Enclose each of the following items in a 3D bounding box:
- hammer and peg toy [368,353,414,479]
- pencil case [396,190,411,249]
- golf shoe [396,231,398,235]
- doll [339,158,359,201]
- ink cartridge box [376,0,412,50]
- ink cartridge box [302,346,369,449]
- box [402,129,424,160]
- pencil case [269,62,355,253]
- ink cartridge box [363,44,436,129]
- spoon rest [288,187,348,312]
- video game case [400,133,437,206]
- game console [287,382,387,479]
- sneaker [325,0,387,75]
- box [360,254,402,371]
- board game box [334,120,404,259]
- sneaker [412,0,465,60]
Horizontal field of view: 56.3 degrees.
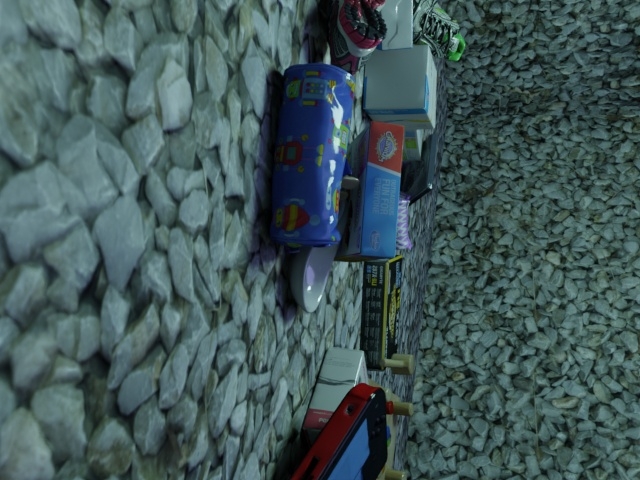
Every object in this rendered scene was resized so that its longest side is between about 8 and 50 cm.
[{"bbox_3d":[0.148,0.460,1.589,0.266,0.127,0.361,43,51,-53],"label":"hammer and peg toy"},{"bbox_3d":[0.257,-0.067,1.981,0.086,0.088,0.206,-62,152,-51],"label":"pencil case"},{"bbox_3d":[0.194,-0.084,1.840,0.176,0.069,0.086,75,4,-54],"label":"golf shoe"},{"bbox_3d":[0.012,-0.162,1.106,0.129,0.046,0.188,-48,-133,42],"label":"doll"},{"bbox_3d":[0.142,-0.531,1.415,0.231,0.078,0.134,-120,-156,-63],"label":"ink cartridge box"},{"bbox_3d":[0.041,0.369,1.325,0.217,0.092,0.158,-71,158,-46],"label":"ink cartridge box"},{"bbox_3d":[0.261,-0.343,1.885,0.203,0.114,0.103,58,39,-65],"label":"box"},{"bbox_3d":[-0.011,-0.130,0.985,0.133,0.119,0.305,11,83,-51],"label":"pencil case"},{"bbox_3d":[0.225,-0.413,1.652,0.233,0.168,0.171,14,79,-73],"label":"ink cartridge box"},{"bbox_3d":[0.000,0.000,1.122,0.137,0.084,0.276,56,39,-64],"label":"spoon rest"},{"bbox_3d":[0.313,-0.215,2.014,0.274,0.026,0.196,135,-34,-68],"label":"video game case"},{"bbox_3d":[0.025,0.496,1.155,0.386,0.060,0.341,-48,142,-35],"label":"game console"},{"bbox_3d":[0.057,-0.449,1.213,0.112,0.121,0.299,-54,-159,41],"label":"sneaker"},{"bbox_3d":[0.188,0.209,1.823,0.257,0.079,0.321,-8,101,-75],"label":"box"},{"bbox_3d":[0.083,-0.079,1.200,0.316,0.064,0.242,162,-67,-80],"label":"board game box"},{"bbox_3d":[0.296,-0.561,1.560,0.344,0.146,0.134,-7,131,-60],"label":"sneaker"}]
